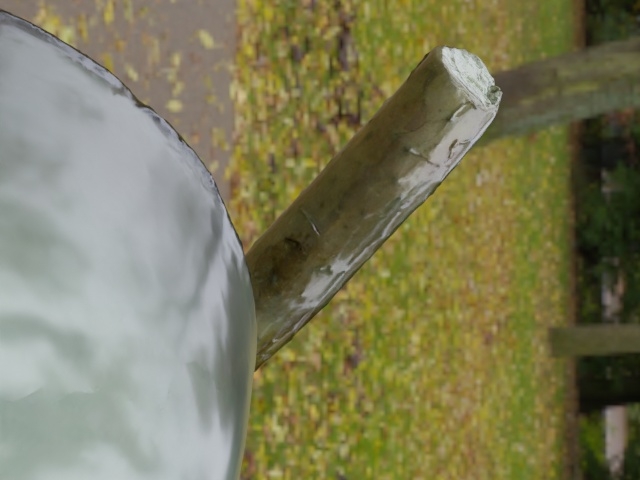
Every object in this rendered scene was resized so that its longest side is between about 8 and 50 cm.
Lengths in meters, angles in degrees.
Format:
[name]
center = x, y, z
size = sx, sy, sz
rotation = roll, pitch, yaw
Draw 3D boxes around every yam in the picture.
[yam]
center = 0.000, 0.000, 0.833
size = 0.071, 0.317, 0.067
rotation = 27, 27, -32

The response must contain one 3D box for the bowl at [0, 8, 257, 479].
[bowl]
center = -0.188, 0.097, 0.454
size = 0.185, 0.353, 0.354
rotation = -106, -176, -53
